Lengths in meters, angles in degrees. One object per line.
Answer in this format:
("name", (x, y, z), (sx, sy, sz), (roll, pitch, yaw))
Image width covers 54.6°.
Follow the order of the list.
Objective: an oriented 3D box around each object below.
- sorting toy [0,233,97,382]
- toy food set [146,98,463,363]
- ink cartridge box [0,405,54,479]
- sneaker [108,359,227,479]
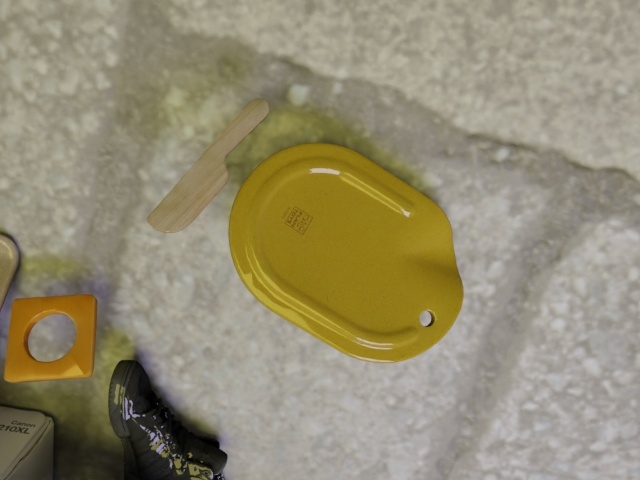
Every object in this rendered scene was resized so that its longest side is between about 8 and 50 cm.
("sorting toy", (-0.341, 0.081, 0.474), (0.348, 0.047, 0.196), (8, 68, 1))
("toy food set", (0.000, 0.000, 0.458), (0.218, 0.071, 0.128), (33, 80, -8))
("ink cartridge box", (-0.328, 0.263, 0.521), (0.172, 0.100, 0.237), (8, 105, 0))
("sneaker", (-0.117, 0.175, 0.515), (0.089, 0.051, 0.170), (-1, 109, 3))
